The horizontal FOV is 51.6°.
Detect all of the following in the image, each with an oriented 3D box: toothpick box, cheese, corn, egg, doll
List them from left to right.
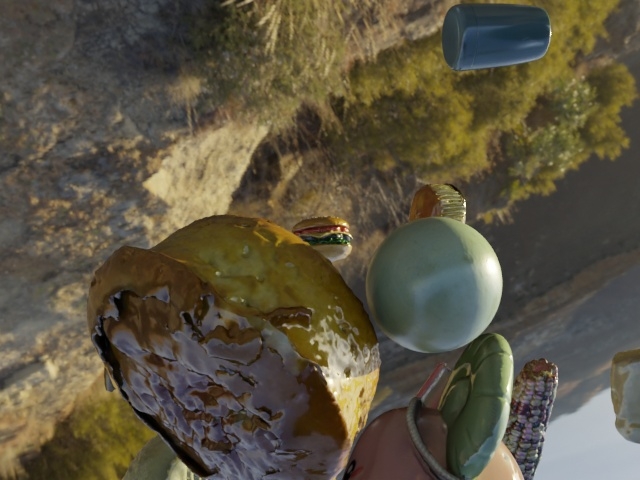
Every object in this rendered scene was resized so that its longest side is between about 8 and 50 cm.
[{"bbox_3d":[0.126,0.052,0.749,0.149,0.149,0.192,-21,160,-8],"label":"egg"},{"bbox_3d":[0.111,0.238,0.532,0.268,0.216,0.284,-68,174,-53],"label":"doll"},{"bbox_3d":[0.330,-0.382,1.239,0.184,0.120,0.120,-5,161,-8],"label":"toothpick box"},{"bbox_3d":[0.360,0.342,1.191,0.092,0.092,0.281,-10,117,-37],"label":"corn"},{"bbox_3d":[0.617,0.246,1.085,0.262,0.159,0.093,-6,-170,17],"label":"cheese"}]

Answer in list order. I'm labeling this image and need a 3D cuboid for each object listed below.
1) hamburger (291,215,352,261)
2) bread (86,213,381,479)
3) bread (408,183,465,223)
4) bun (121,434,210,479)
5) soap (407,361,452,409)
[{"bbox_3d":[0.000,0.000,1.665,0.162,0.115,0.162,-6,172,-1],"label":"hamburger"},{"bbox_3d":[-0.096,0.131,0.761,0.204,0.336,0.358,-51,166,-39],"label":"bread"},{"bbox_3d":[0.283,-0.047,1.646,0.114,0.132,0.191,-3,114,-25],"label":"bread"},{"bbox_3d":[-0.254,0.519,1.364,0.227,0.349,0.352,-4,-175,43],"label":"bun"},{"bbox_3d":[0.146,0.284,0.919,0.203,0.065,0.122,-43,136,-36],"label":"soap"}]
